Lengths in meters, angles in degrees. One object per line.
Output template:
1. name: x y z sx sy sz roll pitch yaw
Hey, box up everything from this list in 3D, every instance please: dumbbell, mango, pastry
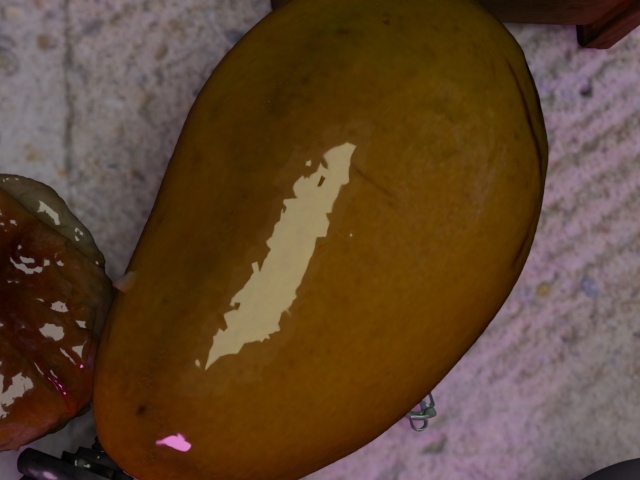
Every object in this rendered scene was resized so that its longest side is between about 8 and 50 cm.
1. dumbbell: -0.196 0.256 1.133 0.110 0.110 0.254 23 80 -15
2. mango: 0.000 0.000 1.163 0.445 0.221 0.301 -50 126 -29
3. pastry: -0.254 0.049 1.139 0.229 0.100 0.218 -33 85 -24

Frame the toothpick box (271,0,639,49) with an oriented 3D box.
1. toothpick box: 0.120 -0.268 1.299 0.308 0.190 0.187 -1 81 -15

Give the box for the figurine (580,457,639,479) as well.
1. figurine: 0.310 0.286 1.296 0.382 0.224 0.205 13 52 -41

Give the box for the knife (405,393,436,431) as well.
1. knife: 0.010 0.131 1.265 0.166 0.022 0.078 -14 72 -20
